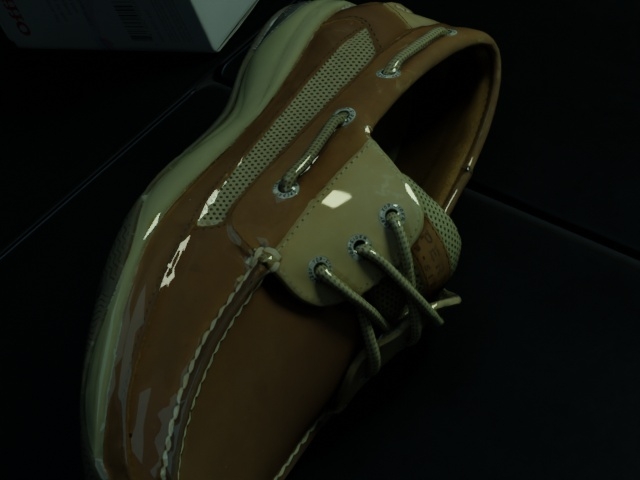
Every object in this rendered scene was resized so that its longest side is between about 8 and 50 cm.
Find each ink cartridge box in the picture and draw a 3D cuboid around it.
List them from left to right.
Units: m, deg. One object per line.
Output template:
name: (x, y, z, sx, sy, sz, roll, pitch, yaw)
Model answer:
ink cartridge box: (-0.139, -0.189, 0.963, 0.175, 0.127, 0.072, 7, 48, 35)

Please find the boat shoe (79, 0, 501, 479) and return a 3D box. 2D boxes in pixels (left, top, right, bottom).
boat shoe: (0.000, 0.000, 0.683, 0.119, 0.123, 0.324, 0, 47, 26)
